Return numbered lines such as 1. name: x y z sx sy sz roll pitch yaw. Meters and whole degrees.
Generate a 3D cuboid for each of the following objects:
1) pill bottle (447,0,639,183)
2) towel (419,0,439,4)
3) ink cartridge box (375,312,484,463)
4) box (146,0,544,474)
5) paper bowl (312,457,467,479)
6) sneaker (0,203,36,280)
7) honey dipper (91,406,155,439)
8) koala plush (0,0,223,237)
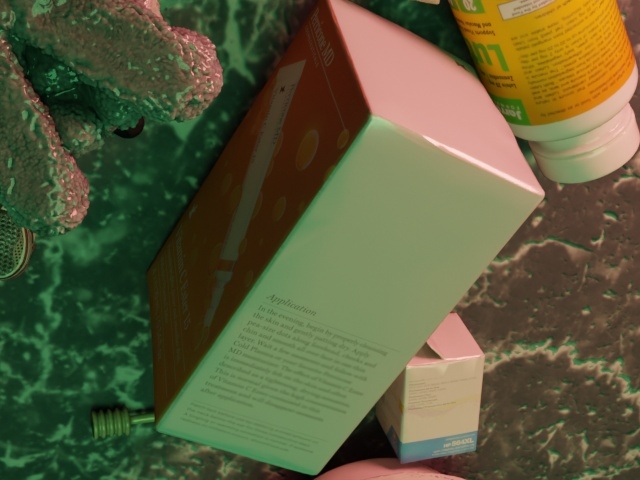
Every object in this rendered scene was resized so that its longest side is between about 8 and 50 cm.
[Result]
1. pill bottle: 0.209 -0.177 0.982 0.136 0.136 0.246 -30 121 0
2. towel: -0.026 -0.353 0.825 0.324 0.056 0.312 8 116 -3
3. ink cartridge box: 0.116 0.149 1.153 0.089 0.092 0.143 -6 119 -14
4. box: 0.000 0.000 0.937 0.168 0.215 0.345 22 120 -25
5. paper bowl: 0.064 0.350 1.189 0.284 0.148 0.284 -7 134 -7
6. sneaker: -0.329 -0.055 0.882 0.120 0.112 0.299 -30 140 -3
7. honey dipper: -0.158 0.185 1.130 0.160 0.030 0.031 -4 118 -17
8. koala plush: -0.194 -0.143 0.844 0.196 0.221 0.203 -40 98 8
